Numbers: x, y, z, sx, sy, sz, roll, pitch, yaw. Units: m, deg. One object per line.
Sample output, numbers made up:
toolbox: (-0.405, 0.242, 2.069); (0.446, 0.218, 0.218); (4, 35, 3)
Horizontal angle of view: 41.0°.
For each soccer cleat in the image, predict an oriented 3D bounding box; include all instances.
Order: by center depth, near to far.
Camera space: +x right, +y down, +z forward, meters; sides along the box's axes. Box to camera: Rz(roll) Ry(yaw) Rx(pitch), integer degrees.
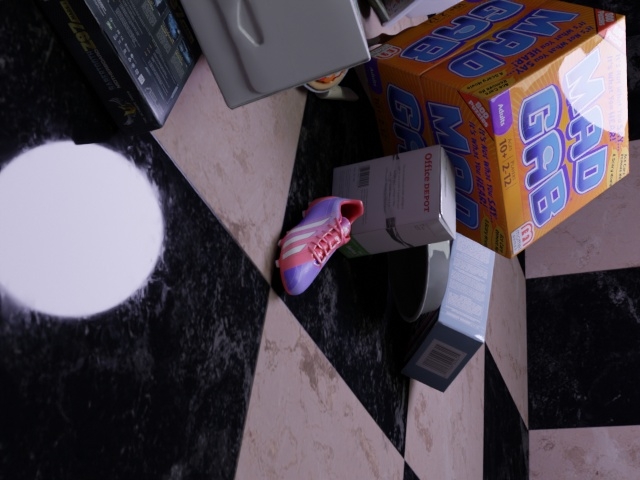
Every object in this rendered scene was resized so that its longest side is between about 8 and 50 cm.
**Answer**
soccer cleat: (0.000, 0.000, 1.389); (0.248, 0.095, 0.083); (-63, 139, -56)

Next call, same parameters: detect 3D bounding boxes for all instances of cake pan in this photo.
cake pan: (0.194, 0.017, 1.719); (0.293, 0.054, 0.293); (179, -90, -80)

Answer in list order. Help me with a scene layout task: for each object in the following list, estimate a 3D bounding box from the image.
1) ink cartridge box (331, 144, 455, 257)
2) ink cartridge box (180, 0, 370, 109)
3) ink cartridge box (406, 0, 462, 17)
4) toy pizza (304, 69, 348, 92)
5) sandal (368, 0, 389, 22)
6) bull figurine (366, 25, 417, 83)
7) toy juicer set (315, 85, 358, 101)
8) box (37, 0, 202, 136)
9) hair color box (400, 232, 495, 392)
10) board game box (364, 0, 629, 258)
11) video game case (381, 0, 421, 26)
ink cartridge box: (0.134, -0.069, 1.570); (0.092, 0.220, 0.160); (44, 43, -50)
ink cartridge box: (-0.064, -0.338, 1.131); (0.270, 0.197, 0.198); (-94, 165, -57)
ink cartridge box: (0.259, -0.702, 2.128); (0.171, 0.168, 0.232); (8, 80, -60)
toy pizza: (0.015, -0.359, 1.504); (0.201, 0.032, 0.201); (-27, 125, -48)
sandal: (0.134, -0.643, 1.951); (0.120, 0.086, 0.302); (32, 53, -62)
bull figurine: (0.218, -0.356, 1.920); (0.310, 0.189, 0.101); (56, 34, -47)
toy juicer set: (0.025, -0.388, 1.592); (0.209, 0.090, 0.328); (-59, 137, -58)
box: (-0.227, -0.264, 0.971); (0.183, 0.059, 0.232); (-75, 148, -44)
hair color box: (0.293, 0.135, 1.925); (0.185, 0.114, 0.374); (-62, -176, 39)
board game box: (0.358, -0.252, 1.729); (0.357, 0.356, 0.356); (-32, 128, -21)
video game case: (0.194, -0.631, 1.973); (0.026, 0.227, 0.206); (-1, 81, -24)
